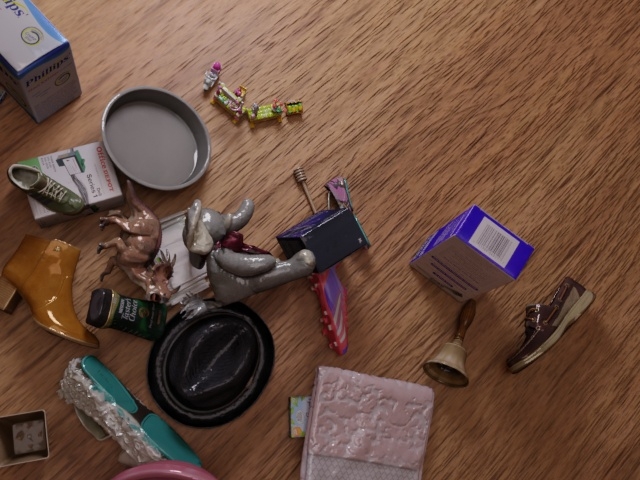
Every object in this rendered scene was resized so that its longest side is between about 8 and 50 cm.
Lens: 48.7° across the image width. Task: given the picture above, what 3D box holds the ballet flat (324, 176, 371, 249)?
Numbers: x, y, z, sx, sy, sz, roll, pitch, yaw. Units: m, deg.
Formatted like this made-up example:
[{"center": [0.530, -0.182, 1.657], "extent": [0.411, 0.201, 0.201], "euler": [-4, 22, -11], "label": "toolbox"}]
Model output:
[{"center": [0.066, -0.066, 1.924], "extent": [0.079, 0.077, 0.221], "euler": [-21, 76, 2], "label": "ballet flat"}]

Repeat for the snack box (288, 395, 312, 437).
[{"center": [-0.009, 0.446, 1.793], "extent": [0.141, 0.037, 0.100], "euler": [1, 75, -13], "label": "snack box"}]

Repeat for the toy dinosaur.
[{"center": [-0.436, 0.010, 1.739], "extent": [0.201, 0.127, 0.295], "euler": [5, 79, -9], "label": "toy dinosaur"}]

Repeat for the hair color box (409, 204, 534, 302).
[{"center": [0.378, 0.043, 1.817], "extent": [0.185, 0.339, 0.110], "euler": [37, 70, -1], "label": "hair color box"}]

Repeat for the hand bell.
[{"center": [0.376, 0.260, 1.903], "extent": [0.126, 0.126, 0.242], "euler": [31, 60, -3], "label": "hand bell"}]

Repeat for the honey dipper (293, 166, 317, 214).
[{"center": [-0.033, -0.123, 1.933], "extent": [0.031, 0.030, 0.160], "euler": [-20, 83, -16], "label": "honey dipper"}]

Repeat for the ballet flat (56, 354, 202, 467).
[{"center": [-0.457, 0.443, 1.669], "extent": [0.409, 0.147, 0.147], "euler": [44, 72, 4], "label": "ballet flat"}]

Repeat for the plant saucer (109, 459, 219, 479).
[{"center": [-0.334, 0.613, 1.585], "extent": [0.332, 0.084, 0.332], "euler": [0, 117, 1], "label": "plant saucer"}]

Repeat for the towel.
[{"center": [0.120, 0.497, 1.775], "extent": [0.332, 0.053, 0.316], "euler": [15, 74, -19], "label": "towel"}]

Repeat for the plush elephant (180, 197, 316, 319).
[{"center": [-0.222, 0.017, 1.714], "extent": [0.330, 0.272, 0.255], "euler": [-20, 90, -17], "label": "plush elephant"}]

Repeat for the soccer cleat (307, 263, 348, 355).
[{"center": [0.041, 0.174, 1.852], "extent": [0.095, 0.083, 0.247], "euler": [-14, 77, -20], "label": "soccer cleat"}]

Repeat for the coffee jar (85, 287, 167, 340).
[{"center": [-0.468, 0.178, 1.703], "extent": [0.184, 0.079, 0.096], "euler": [20, 64, -34], "label": "coffee jar"}]

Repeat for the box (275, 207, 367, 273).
[{"center": [0.000, 0.000, 1.807], "extent": [0.153, 0.207, 0.108], "euler": [-32, 100, -19], "label": "box"}]

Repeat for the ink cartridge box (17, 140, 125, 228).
[{"center": [-0.621, -0.143, 1.778], "extent": [0.220, 0.092, 0.160], "euler": [-19, 82, -15], "label": "ink cartridge box"}]

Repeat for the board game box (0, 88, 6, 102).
[{"center": [-0.872, -0.364, 1.817], "extent": [0.090, 0.020, 0.090], "euler": [27, 73, -5], "label": "board game box"}]

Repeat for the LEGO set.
[{"center": [-0.185, -0.386, 1.923], "extent": [0.287, 0.107, 0.132], "euler": [20, 73, -7], "label": "LEGO set"}]

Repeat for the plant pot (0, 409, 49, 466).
[{"center": [-0.676, 0.450, 1.619], "extent": [0.109, 0.096, 0.109], "euler": [-7, 79, -14], "label": "plant pot"}]

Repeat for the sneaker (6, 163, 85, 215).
[{"center": [-0.654, -0.121, 1.671], "extent": [0.192, 0.086, 0.064], "euler": [28, 74, -5], "label": "sneaker"}]

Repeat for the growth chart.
[{"center": [-0.378, 0.045, 1.822], "extent": [0.172, 0.021, 0.237], "euler": [-19, 81, -15], "label": "growth chart"}]

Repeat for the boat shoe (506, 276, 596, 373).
[{"center": [0.611, 0.226, 1.948], "extent": [0.342, 0.123, 0.123], "euler": [-40, 74, -18], "label": "boat shoe"}]

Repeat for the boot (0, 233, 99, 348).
[{"center": [-0.626, 0.117, 1.708], "extent": [0.295, 0.104, 0.211], "euler": [26, 73, -1], "label": "boot"}]

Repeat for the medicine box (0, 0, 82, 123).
[{"center": [-0.741, -0.472, 1.729], "extent": [0.149, 0.289, 0.263], "euler": [-43, 88, -18], "label": "medicine box"}]

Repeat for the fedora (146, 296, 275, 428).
[{"center": [-0.262, 0.290, 1.718], "extent": [0.334, 0.152, 0.333], "euler": [3, 76, -11], "label": "fedora"}]

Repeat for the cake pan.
[{"center": [-0.426, -0.256, 1.821], "extent": [0.293, 0.054, 0.293], "euler": [14, 63, -30], "label": "cake pan"}]
